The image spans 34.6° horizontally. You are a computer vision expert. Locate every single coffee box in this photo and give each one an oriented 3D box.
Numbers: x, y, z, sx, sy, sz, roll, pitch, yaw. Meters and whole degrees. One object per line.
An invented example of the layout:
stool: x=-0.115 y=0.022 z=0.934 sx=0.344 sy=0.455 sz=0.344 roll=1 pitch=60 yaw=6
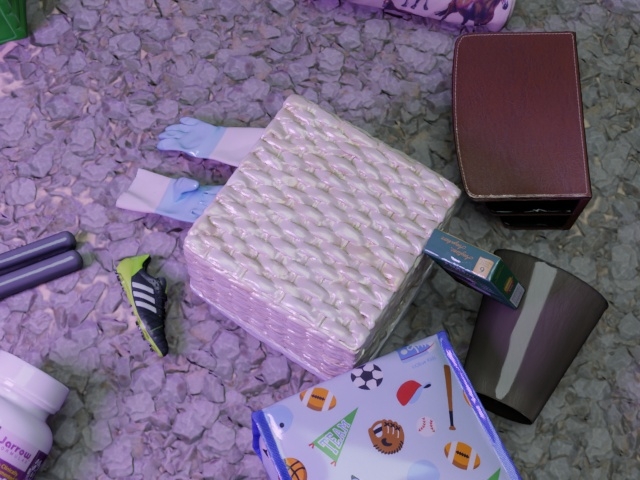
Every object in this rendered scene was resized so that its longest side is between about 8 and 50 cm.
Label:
coffee box: x=0.229 y=0.044 z=1.504 sx=0.113 sy=0.184 sz=0.040 roll=26 pitch=85 yaw=29

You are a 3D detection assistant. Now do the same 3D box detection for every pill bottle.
pill bottle: x=-0.503 y=0.321 z=1.515 sx=0.169 sy=0.169 sz=0.302 roll=27 pitch=73 yaw=7

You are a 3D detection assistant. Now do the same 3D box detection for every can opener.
can opener: x=-0.525 y=0.057 z=1.652 sx=0.280 sy=0.093 sz=0.074 roll=-19 pitch=72 yaw=-13

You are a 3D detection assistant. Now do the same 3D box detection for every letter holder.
letter holder: x=0.321 y=-0.183 z=1.733 sx=0.214 sy=0.152 sz=0.302 roll=-1 pitch=71 yaw=0

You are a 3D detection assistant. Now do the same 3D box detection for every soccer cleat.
soccer cleat: x=-0.273 y=0.101 z=1.659 sx=0.072 sy=0.060 sz=0.179 roll=-22 pitch=71 yaw=-11

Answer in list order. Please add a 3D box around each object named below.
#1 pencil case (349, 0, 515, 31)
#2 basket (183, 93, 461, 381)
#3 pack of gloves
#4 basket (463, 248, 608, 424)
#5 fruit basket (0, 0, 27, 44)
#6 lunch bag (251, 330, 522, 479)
pencil case: x=0.157 y=-0.487 z=1.813 sx=0.410 sy=0.183 sz=0.160 roll=12 pitch=70 yaw=1
basket: x=0.000 y=0.000 z=1.597 sx=0.331 sy=0.266 sz=0.328 roll=31 pitch=74 yaw=10
pack of gloves: x=-0.219 y=-0.128 z=1.687 sx=0.232 sy=0.046 sz=0.195 roll=12 pitch=65 yaw=36
basket: x=0.317 y=0.159 z=1.616 sx=0.204 sy=0.154 sz=0.227 roll=30 pitch=76 yaw=-7
fruit basket: x=-0.656 y=-0.514 z=1.692 sx=0.282 sy=0.392 sz=0.392 roll=-18 pitch=73 yaw=-8
lunch bag: x=0.115 y=0.385 z=1.486 sx=0.327 sy=0.239 sz=0.386 roll=-23 pitch=66 yaw=-12
